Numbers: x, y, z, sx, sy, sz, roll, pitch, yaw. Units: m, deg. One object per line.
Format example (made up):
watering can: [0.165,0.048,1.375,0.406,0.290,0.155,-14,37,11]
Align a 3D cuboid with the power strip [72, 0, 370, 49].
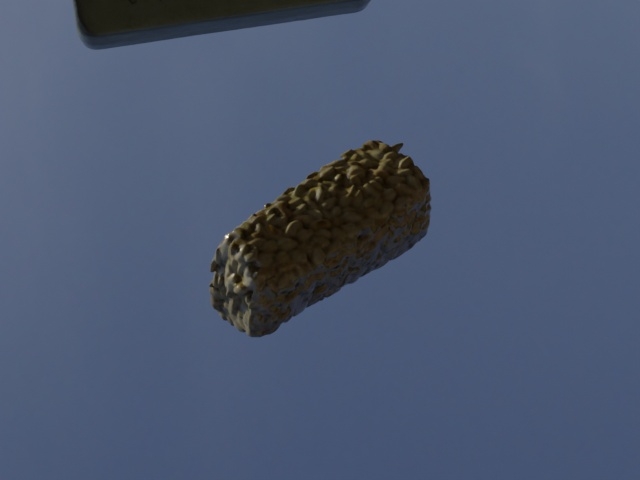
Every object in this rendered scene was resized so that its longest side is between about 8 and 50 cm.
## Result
power strip: [-0.053,-0.216,1.364,0.053,0.288,0.093,114,145,-81]

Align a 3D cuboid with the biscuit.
biscuit: [0.000,0.000,1.151,0.168,0.082,0.070,-32,-128,-31]
